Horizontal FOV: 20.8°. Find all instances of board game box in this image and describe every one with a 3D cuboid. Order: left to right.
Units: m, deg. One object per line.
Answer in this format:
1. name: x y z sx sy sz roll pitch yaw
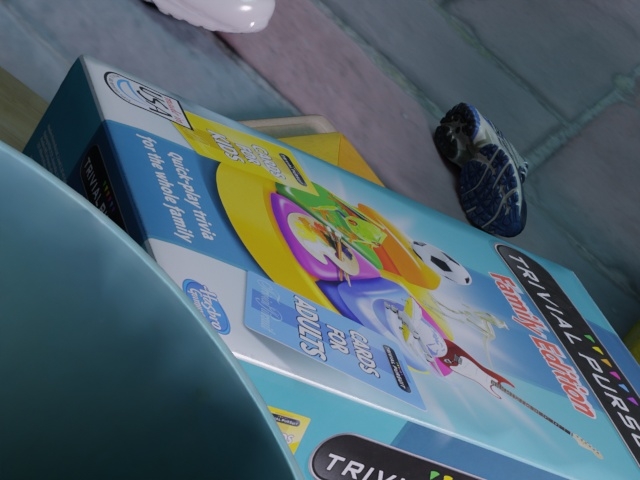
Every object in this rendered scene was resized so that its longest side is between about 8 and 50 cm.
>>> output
1. board game box: 0.029 0.054 0.861 0.336 0.079 0.254 22 23 -29

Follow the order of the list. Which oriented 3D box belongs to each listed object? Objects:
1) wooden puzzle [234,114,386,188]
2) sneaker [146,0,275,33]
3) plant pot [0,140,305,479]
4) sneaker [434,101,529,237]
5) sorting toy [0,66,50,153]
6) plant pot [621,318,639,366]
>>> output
1. wooden puzzle: 0.000 0.000 1.083 0.238 0.044 0.221 -5 51 -52
2. sneaker: -0.107 -0.245 1.230 0.232 0.115 0.090 47 29 13
3. plant pot: -0.173 0.131 0.475 0.293 0.235 0.293 29 37 -26
4. sneaker: 0.135 -0.050 1.307 0.058 0.052 0.135 24 32 -33
5. sorting toy: -0.169 -0.027 0.920 0.274 0.046 0.132 37 28 -4
6. plant pot: 0.364 0.077 1.136 0.366 0.366 0.353 46 41 11
